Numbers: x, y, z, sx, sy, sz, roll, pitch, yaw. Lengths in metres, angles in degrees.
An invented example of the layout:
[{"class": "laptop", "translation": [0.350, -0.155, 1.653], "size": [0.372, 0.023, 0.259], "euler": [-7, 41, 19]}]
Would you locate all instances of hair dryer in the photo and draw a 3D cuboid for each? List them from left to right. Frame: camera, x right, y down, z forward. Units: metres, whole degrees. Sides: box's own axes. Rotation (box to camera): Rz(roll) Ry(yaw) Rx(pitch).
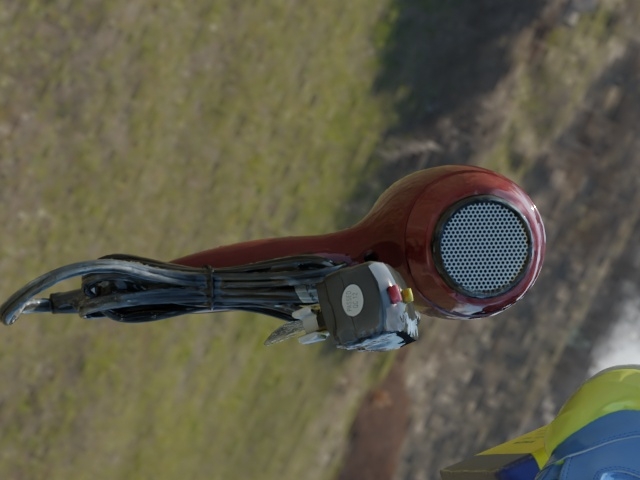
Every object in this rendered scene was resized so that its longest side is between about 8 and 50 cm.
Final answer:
[{"class": "hair dryer", "translation": [0.000, 0.000, 0.892], "size": [0.293, 0.224, 0.080], "euler": [-6, 98, -60]}]

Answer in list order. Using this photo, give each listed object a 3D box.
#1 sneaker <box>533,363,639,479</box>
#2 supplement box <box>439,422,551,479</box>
[{"class": "sneaker", "translation": [0.179, 0.156, 0.723], "size": [0.126, 0.240, 0.091], "euler": [-37, 152, -41]}, {"class": "supplement box", "translation": [0.291, 0.173, 1.177], "size": [0.357, 0.194, 0.195], "euler": [-21, 176, -9]}]
